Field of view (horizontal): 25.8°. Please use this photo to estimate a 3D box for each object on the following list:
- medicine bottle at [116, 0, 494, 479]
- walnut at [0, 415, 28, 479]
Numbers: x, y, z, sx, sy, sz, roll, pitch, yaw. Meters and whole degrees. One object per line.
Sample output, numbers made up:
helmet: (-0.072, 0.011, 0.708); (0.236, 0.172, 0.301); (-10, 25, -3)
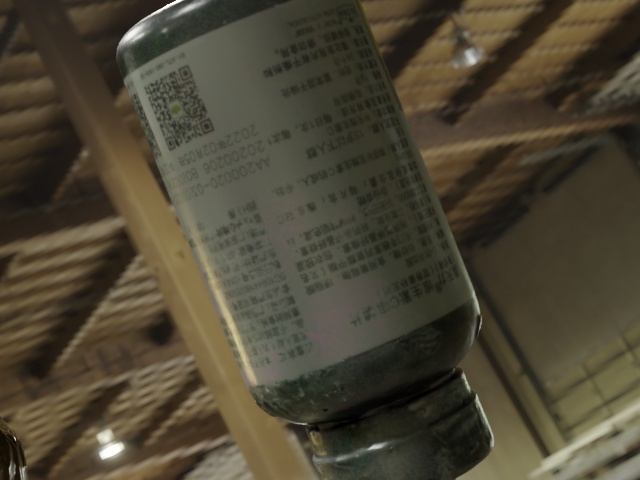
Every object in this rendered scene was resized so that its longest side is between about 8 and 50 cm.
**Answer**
medicine bottle: (0.000, 0.000, 0.787); (0.141, 0.293, 0.141); (-21, 2, 1)
walnut: (-0.264, 0.145, 0.516); (0.285, 0.296, 0.285); (-60, 8, 14)
